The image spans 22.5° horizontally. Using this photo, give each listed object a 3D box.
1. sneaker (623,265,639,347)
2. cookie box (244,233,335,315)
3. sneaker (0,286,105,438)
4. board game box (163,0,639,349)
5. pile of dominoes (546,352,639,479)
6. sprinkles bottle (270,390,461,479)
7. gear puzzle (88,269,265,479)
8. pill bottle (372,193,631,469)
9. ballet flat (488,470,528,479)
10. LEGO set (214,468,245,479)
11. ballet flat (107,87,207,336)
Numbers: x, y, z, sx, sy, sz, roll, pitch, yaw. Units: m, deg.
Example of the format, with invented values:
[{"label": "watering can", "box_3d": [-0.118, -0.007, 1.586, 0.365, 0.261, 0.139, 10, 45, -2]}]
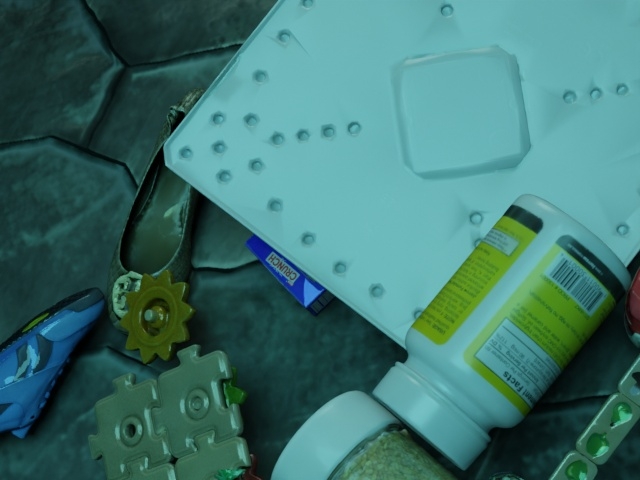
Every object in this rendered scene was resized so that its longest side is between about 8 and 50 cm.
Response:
[{"label": "sneaker", "box_3d": [0.351, -0.023, 1.335, 0.107, 0.118, 0.279, 32, 84, 22]}, {"label": "cookie box", "box_3d": [0.000, 0.000, 1.476, 0.107, 0.040, 0.092, -43, 68, -1]}, {"label": "sneaker", "box_3d": [-0.276, 0.129, 1.514, 0.209, 0.069, 0.082, -39, 98, -8]}, {"label": "board game box", "box_3d": [0.126, -0.108, 1.428, 0.390, 0.050, 0.390, 37, 86, 11]}, {"label": "pile of dominoes", "box_3d": [0.308, 0.183, 1.268, 0.196, 0.040, 0.251, 36, 93, 1]}, {"label": "sprinkles bottle", "box_3d": [0.121, 0.273, 1.305, 0.355, 0.121, 0.121, 39, 86, 24]}, {"label": "gear puzzle", "box_3d": [-0.124, 0.190, 1.429, 0.175, 0.044, 0.339, -25, 69, 30]}, {"label": "pill bottle", "box_3d": [0.145, 0.076, 1.305, 0.119, 0.119, 0.208, 39, 86, 24]}, {"label": "ballet flat", "box_3d": [0.185, 0.232, 1.344, 0.114, 0.041, 0.041, 34, 84, 23]}, {"label": "LEGO set", "box_3d": [-0.094, 0.353, 1.237, 0.255, 0.192, 0.331, -22, 76, 26]}, {"label": "ballet flat", "box_3d": [-0.149, -0.031, 1.522, 0.084, 0.058, 0.250, 14, 77, 21]}]
